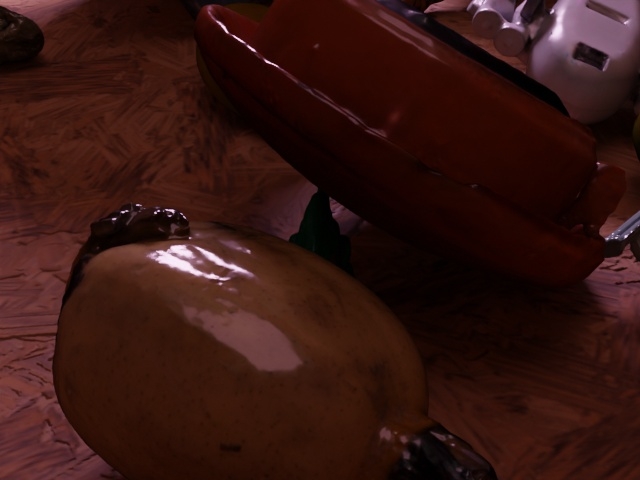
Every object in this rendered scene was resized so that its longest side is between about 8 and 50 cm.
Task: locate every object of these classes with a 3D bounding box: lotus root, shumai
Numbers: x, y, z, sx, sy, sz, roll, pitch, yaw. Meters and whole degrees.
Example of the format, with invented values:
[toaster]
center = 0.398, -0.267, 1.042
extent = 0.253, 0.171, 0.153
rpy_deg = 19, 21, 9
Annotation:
[lotus root]
center = -0.026, 0.093, 0.670
extent = 0.310, 0.182, 0.183
rpy_deg = 24, 40, 27
[shumai]
center = -0.357, -0.214, 1.239
extent = 0.083, 0.082, 0.080
rpy_deg = 12, 71, 39

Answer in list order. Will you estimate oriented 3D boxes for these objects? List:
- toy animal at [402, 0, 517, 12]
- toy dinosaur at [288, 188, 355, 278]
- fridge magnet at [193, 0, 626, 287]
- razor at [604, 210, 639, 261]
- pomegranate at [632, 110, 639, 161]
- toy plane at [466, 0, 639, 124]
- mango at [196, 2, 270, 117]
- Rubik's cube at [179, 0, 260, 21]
[toy animal]
center = 0.116, -0.309, 1.366
extent = 0.255, 0.116, 0.114
rpy_deg = -29, 54, -16
[toy dinosaur]
center = 0.000, 0.000, 0.874
extent = 0.059, 0.096, 0.132
rpy_deg = 2, 36, 1
[fridge magnet]
center = 0.069, -0.092, 0.866
extent = 0.364, 0.155, 0.363
rpy_deg = 30, 12, -7
[razor]
center = 0.356, 0.051, 0.851
extent = 0.111, 0.056, 0.278
rpy_deg = -34, 53, -30
[pomegranate]
center = 0.342, -0.084, 0.996
extent = 0.130, 0.130, 0.130
rpy_deg = 0, 33, 0
[toy plane]
center = 0.277, -0.197, 1.155
extent = 0.267, 0.122, 0.267
rpy_deg = 14, 37, -11
[mango]
center = -0.056, -0.177, 1.146
extent = 0.130, 0.092, 0.194
rpy_deg = -9, 39, -17
[Rubik's cube]
center = -0.138, -0.486, 1.337
extent = 0.305, 0.301, 0.303
rpy_deg = -39, 40, 4
